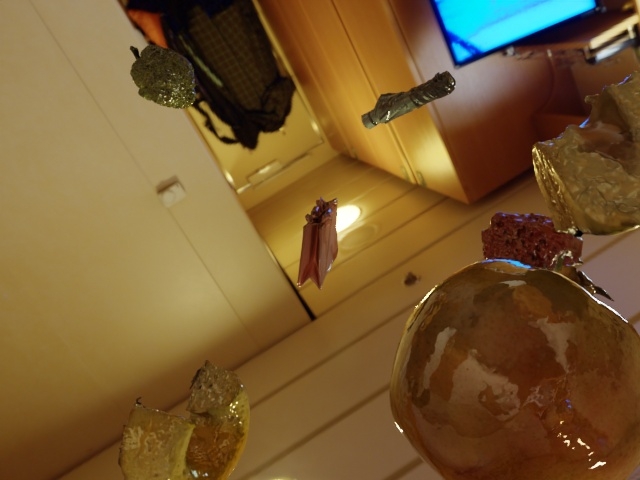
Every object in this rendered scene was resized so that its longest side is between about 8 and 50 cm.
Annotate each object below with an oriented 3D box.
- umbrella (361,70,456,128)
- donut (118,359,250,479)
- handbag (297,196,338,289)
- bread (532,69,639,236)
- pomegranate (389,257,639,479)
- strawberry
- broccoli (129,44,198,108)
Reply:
[{"bbox_3d":[0.152,-0.250,1.037,0.188,0.050,0.046,-18,171,42],"label":"umbrella"},{"bbox_3d":[-0.144,0.231,0.671,0.078,0.145,0.181,1,-171,23],"label":"donut"},{"bbox_3d":[0.000,0.000,1.262,0.059,0.157,0.212,8,-159,8],"label":"handbag"},{"bbox_3d":[0.380,-0.055,0.714,0.184,0.211,0.224,-17,-131,8],"label":"bread"},{"bbox_3d":[0.247,0.165,0.721,0.319,0.319,0.319,-25,-158,11],"label":"pomegranate"},{"bbox_3d":[0.432,0.022,1.222,0.184,0.186,0.201,-32,-120,-19],"label":"strawberry"},{"bbox_3d":[-0.306,-0.315,1.137,0.131,0.130,0.120,-12,170,-37],"label":"broccoli"}]
